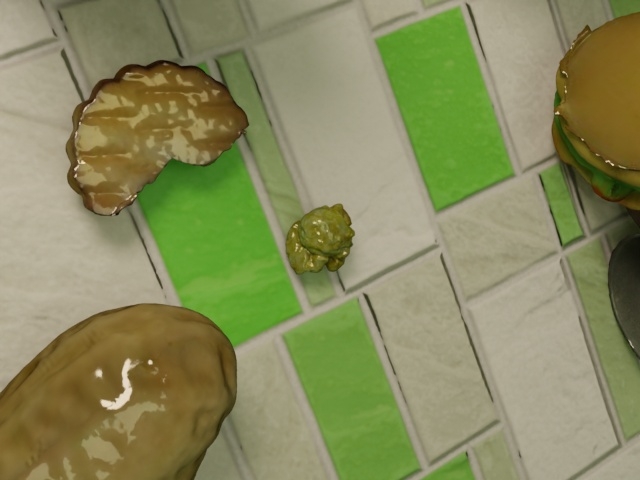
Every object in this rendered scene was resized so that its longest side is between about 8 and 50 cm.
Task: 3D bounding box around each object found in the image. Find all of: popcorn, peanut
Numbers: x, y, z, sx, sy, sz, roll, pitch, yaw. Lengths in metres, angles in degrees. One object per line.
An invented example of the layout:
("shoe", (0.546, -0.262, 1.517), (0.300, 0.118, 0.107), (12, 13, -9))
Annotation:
("popcorn", (-0.002, -0.002, 0.890), (0.083, 0.059, 0.068), (-42, 139, 6))
("peanut", (-0.226, 0.213, 0.738), (0.387, 0.169, 0.192), (-45, 138, -11))

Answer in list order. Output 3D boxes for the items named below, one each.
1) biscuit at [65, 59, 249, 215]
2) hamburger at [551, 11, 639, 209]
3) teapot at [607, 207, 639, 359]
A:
("biscuit", (-0.162, -0.107, 0.811), (0.183, 0.061, 0.118), (-30, 102, -23))
("hamburger", (0.377, -0.138, 0.986), (0.237, 0.149, 0.237), (-4, 69, 10))
("teapot", (0.543, 0.011, 1.056), (0.344, 0.253, 0.300), (-19, 66, -18))
